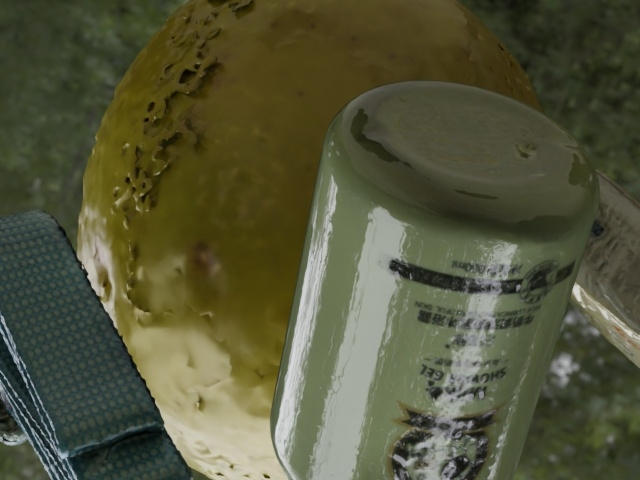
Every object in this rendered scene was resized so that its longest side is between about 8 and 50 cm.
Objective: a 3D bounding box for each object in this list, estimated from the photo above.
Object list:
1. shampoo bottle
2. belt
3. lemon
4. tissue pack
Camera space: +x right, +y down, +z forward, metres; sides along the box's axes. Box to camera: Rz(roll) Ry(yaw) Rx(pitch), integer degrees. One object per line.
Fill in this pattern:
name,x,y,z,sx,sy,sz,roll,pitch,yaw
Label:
shampoo bottle,0.027,0.038,0.494,0.079,0.162,0.079,9,-148,-5
belt,-0.106,0.065,0.682,0.065,0.100,0.179,-15,-140,-19
lemon,0.000,0.000,0.869,0.258,0.310,0.258,4,169,1
tissue pack,0.249,0.032,1.332,0.148,0.092,0.196,44,-177,26
